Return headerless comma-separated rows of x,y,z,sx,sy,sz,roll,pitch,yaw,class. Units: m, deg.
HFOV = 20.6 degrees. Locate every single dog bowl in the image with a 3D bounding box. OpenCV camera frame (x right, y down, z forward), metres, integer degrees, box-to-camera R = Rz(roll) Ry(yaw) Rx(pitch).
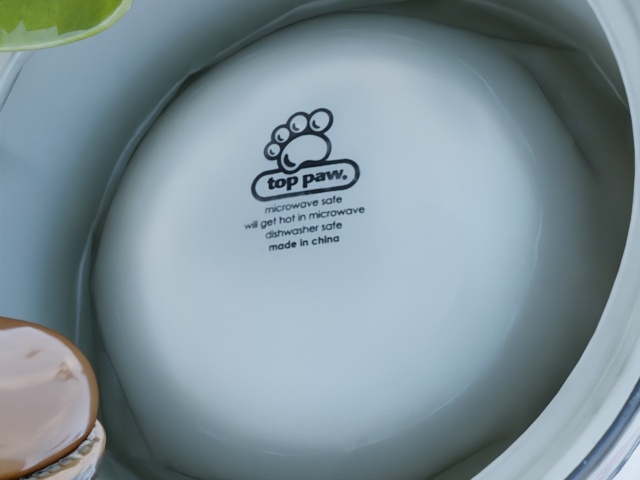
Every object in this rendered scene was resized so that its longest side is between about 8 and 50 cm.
0.000,0.000,0.871,0.408,0.408,0.150,-57,151,-6,dog bowl

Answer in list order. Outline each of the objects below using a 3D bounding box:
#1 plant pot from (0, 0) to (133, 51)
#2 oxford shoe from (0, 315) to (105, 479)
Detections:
-0.187,-0.262,0.718,0.275,0.275,0.293,13,76,-21,plant pot
-0.107,0.008,0.307,0.212,0.076,0.076,19,90,-54,oxford shoe
